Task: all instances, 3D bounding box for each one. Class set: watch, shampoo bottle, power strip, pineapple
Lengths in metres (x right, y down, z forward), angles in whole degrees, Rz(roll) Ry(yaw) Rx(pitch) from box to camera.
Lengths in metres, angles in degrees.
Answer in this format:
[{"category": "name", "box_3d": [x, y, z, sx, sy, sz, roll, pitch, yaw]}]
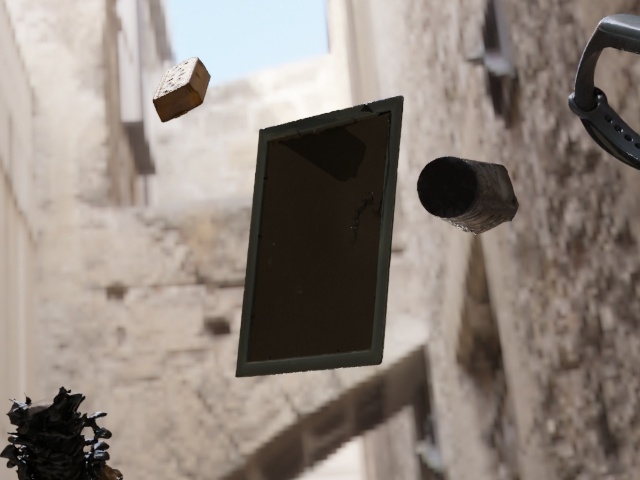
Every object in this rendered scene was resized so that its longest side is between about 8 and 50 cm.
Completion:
[{"category": "watch", "box_3d": [0.400, -0.173, 2.019, 0.206, 0.193, 0.068, 17, 34, 35]}, {"category": "shampoo bottle", "box_3d": [0.141, -0.043, 1.514, 0.057, 0.063, 0.208, -18, -9, 17]}, {"category": "power strip", "box_3d": [-0.146, -0.164, 1.757, 0.049, 0.028, 0.178, -26, 16, 9]}, {"category": "pineapple", "box_3d": [-0.292, 0.274, 1.861, 0.158, 0.158, 0.278, -8, -57, 6]}]

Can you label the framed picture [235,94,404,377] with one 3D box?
[{"category": "framed picture", "box_3d": [0.000, 0.000, 1.670, 0.016, 0.273, 0.216, 17, -17, -40]}]
